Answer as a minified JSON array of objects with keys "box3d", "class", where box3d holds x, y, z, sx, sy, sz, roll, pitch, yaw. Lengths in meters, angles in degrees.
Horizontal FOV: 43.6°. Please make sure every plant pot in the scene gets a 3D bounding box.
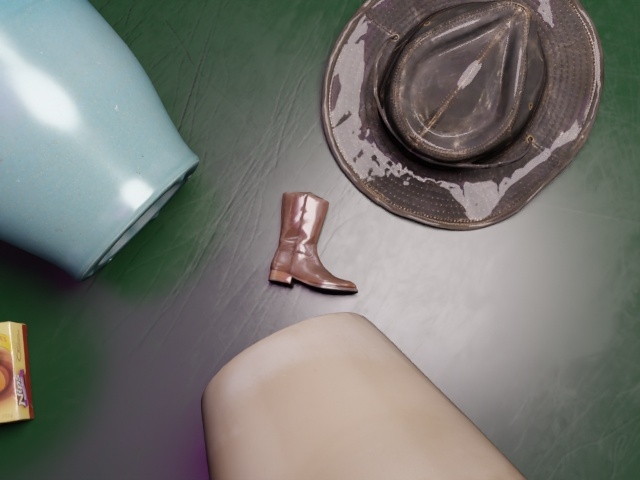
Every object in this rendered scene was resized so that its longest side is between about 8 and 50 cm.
[{"box3d":[-0.277,-0.105,0.831,0.255,0.271,0.271,44,83,-7],"class":"plant pot"},{"box3d":[0.026,0.234,0.745,0.323,0.323,0.280,-29,63,-4],"class":"plant pot"}]

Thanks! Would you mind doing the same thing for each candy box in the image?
[{"box3d":[-0.417,0.157,0.877,0.186,0.053,0.109,-8,79,-1],"class":"candy box"}]

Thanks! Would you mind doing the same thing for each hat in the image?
[{"box3d":[0.156,-0.178,0.865,0.331,0.134,0.331,0,87,5],"class":"hat"}]

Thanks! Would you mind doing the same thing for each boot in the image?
[{"box3d":[0.000,0.000,0.904,0.106,0.037,0.114,11,75,2],"class":"boot"}]
